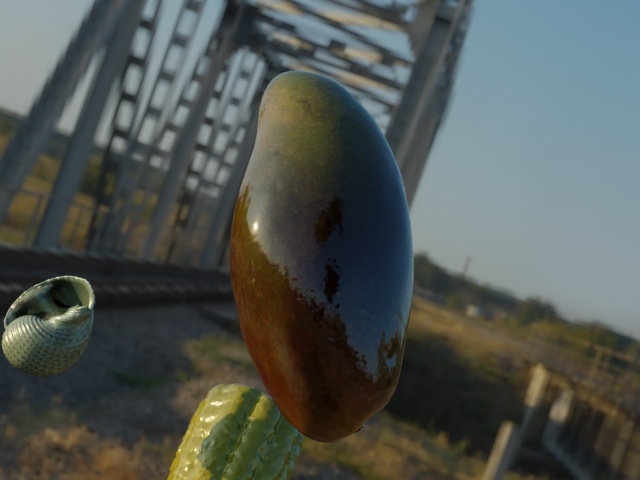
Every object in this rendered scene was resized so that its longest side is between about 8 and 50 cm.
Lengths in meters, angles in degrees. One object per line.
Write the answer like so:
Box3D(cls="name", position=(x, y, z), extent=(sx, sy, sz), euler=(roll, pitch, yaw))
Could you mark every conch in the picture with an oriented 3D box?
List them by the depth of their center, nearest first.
Box3D(cls="conch", position=(-0.209, 0.069, 1.174), extent=(0.085, 0.076, 0.056), euler=(-18, -43, 6))

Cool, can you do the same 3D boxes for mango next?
Box3D(cls="mango", position=(0.000, 0.000, 0.992), extent=(0.133, 0.267, 0.111), euler=(15, -31, -33))

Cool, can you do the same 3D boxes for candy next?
Box3D(cls="candy", position=(-0.085, 0.212, 1.212), extent=(0.094, 0.199, 0.106), euler=(32, -46, -7))
